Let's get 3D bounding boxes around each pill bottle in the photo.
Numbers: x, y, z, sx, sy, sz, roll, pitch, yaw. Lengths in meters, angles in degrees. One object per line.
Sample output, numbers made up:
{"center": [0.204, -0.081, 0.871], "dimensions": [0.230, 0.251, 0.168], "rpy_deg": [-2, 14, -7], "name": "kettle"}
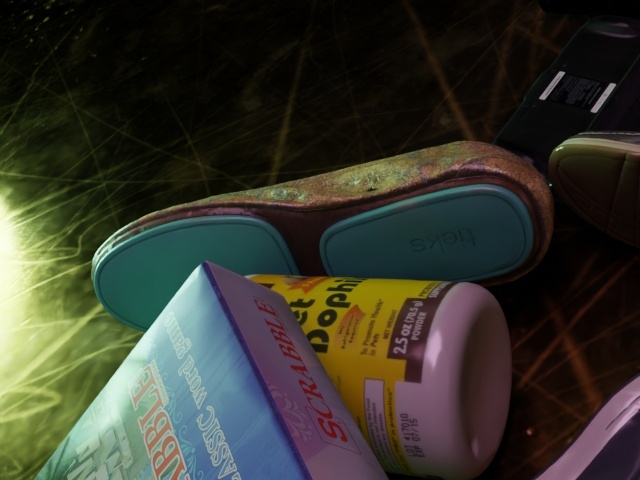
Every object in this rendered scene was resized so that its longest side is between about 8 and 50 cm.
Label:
{"center": [0.003, 0.081, 0.590], "dimensions": [0.215, 0.117, 0.117], "rpy_deg": [0, 48, 29], "name": "pill bottle"}

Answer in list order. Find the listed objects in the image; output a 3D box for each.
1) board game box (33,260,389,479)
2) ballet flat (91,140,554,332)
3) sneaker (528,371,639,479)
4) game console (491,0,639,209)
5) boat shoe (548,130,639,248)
{"center": [-0.079, 0.223, 0.431], "dimensions": [0.318, 0.066, 0.319], "rpy_deg": [-52, 38, 14], "name": "board game box"}
{"center": [0.000, 0.000, 0.694], "dimensions": [0.348, 0.123, 0.123], "rpy_deg": [-11, 44, 20], "name": "ballet flat"}
{"center": [0.169, 0.159, 0.436], "dimensions": [0.226, 0.086, 0.163], "rpy_deg": [-39, 35, -5], "name": "sneaker"}
{"center": [0.249, -0.165, 0.767], "dimensions": [0.213, 0.044, 0.361], "rpy_deg": [17, 57, 41], "name": "game console"}
{"center": [0.262, -0.033, 0.599], "dimensions": [0.223, 0.080, 0.073], "rpy_deg": [18, 50, 32], "name": "boat shoe"}
